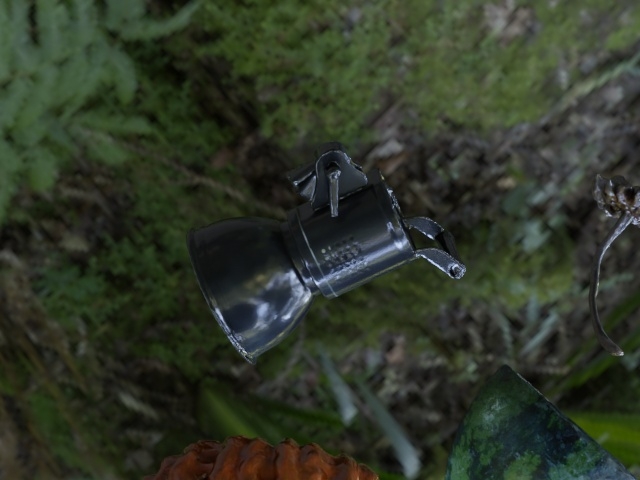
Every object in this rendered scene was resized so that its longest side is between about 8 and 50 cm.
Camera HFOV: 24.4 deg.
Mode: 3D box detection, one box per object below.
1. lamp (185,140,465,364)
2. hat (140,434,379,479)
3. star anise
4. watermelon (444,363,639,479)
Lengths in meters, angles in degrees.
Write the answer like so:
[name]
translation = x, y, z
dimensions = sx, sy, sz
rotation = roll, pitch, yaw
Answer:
[lamp]
translation = 0.000, 0.000, 1.427
dimensions = 0.227, 0.147, 0.172
rotation = -27, 114, 7
[hat]
translation = -0.031, 0.344, 1.108
dimensions = 0.285, 0.400, 0.285
rotation = -3, 119, -4
[star anise]
translation = 0.385, 0.031, 1.869
dimensions = 0.227, 0.148, 0.218
rotation = -64, -165, -1
[watermelon]
translation = 0.356, 0.370, 2.241
dimensions = 0.292, 0.250, 0.283
rotation = 11, 125, -35
